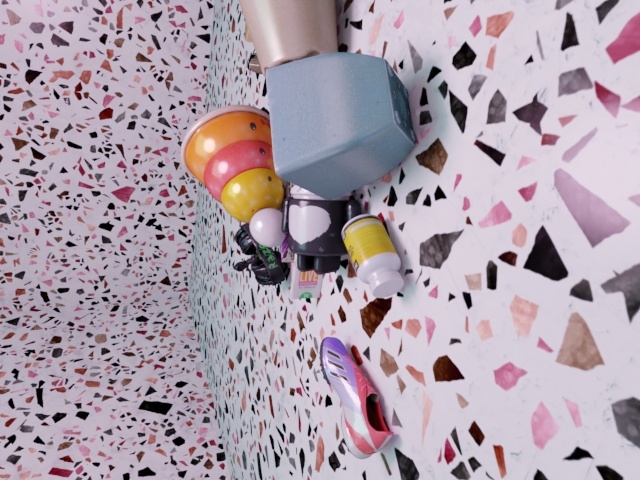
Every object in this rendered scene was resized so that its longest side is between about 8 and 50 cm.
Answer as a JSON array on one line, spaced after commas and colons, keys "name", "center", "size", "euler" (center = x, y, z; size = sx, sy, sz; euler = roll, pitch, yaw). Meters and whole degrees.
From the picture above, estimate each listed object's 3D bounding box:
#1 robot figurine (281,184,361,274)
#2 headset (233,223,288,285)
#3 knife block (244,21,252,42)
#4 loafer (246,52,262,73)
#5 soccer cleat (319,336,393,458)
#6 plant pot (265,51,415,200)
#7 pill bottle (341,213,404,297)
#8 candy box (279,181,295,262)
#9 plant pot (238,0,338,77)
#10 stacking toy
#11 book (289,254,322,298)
[{"name": "robot figurine", "center": [-0.002, -0.051, 1.184], "size": [0.173, 0.209, 0.277], "euler": [-116, 28, -83]}, {"name": "headset", "center": [-0.240, 0.061, 1.613], "size": [0.243, 0.185, 0.394], "euler": [63, 169, -2]}, {"name": "knife block", "center": [-0.221, -0.943, 1.737], "size": [0.242, 0.088, 0.275], "euler": [-149, 63, -62]}, {"name": "loafer", "center": [-0.255, -0.733, 1.780], "size": [0.251, 0.088, 0.094], "euler": [-111, 30, -60]}, {"name": "soccer cleat", "center": [0.089, 0.371, 1.110], "size": [0.116, 0.109, 0.318], "euler": [-46, 45, 29]}, {"name": "plant pot", "center": [0.062, -0.255, 0.955], "size": [0.253, 0.247, 0.247], "euler": [-12, 76, 26]}, {"name": "pill bottle", "center": [0.122, 0.036, 1.008], "size": [0.103, 0.103, 0.184], "euler": [116, 144, -43]}, {"name": "candy box", "center": [-0.086, -0.065, 1.443], "size": [0.159, 0.071, 0.233], "euler": [119, 150, -49]}, {"name": "plant pot", "center": [-0.082, -0.631, 1.233], "size": [0.334, 0.334, 0.305], "euler": [-4, 98, 65]}, {"name": "stacking toy", "center": [-0.227, -0.174, 1.448], "size": [0.479, 0.351, 0.350], "euler": [61, 144, 26]}, {"name": "book", "center": [-0.042, 0.109, 1.361], "size": [0.035, 0.097, 0.144], "euler": [-143, 56, -59]}]
